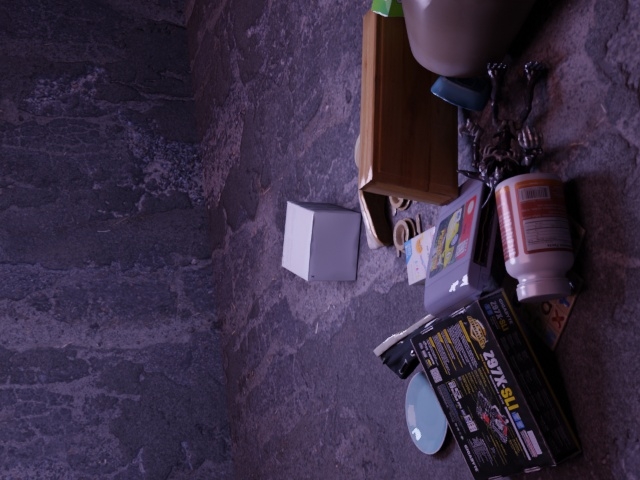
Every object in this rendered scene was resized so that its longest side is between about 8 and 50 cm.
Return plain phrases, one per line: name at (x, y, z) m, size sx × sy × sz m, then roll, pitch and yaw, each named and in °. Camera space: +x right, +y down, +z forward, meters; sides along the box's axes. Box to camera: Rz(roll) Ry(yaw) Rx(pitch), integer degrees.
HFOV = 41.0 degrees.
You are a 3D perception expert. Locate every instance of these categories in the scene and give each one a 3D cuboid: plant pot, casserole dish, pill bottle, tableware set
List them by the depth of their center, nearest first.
pill bottle at (0.385, -0.003, 1.528) m, size 0.121 × 0.121 × 0.216 m, roll 149°, pitch 119°, yaw -63°
plant pot at (0.282, -0.479, 1.636) m, size 0.280 × 0.323 × 0.323 m, roll 90°, pitch 164°, yaw -48°
casserole dish at (0.289, -0.309, 1.732) m, size 0.037 × 0.114 × 0.188 m, roll -68°, pitch -8°, yaw 25°
tableware set at (0.193, -0.064, 2.096) m, size 0.128 × 0.039 × 0.194 m, roll 147°, pitch 120°, yaw -63°

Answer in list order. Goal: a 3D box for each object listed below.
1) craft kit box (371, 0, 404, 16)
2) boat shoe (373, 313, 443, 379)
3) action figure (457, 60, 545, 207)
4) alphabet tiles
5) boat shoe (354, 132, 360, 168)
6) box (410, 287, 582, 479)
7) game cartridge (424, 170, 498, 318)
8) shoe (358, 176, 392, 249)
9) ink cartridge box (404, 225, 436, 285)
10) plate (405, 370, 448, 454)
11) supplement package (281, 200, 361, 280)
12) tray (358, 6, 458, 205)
craft kit box at (0.228, -0.595, 1.781) m, size 0.061 × 0.246 × 0.250 m, roll 34°, pitch 124°, yaw 38°
boat shoe at (0.250, 0.217, 1.871) m, size 0.340 × 0.127 × 0.113 m, roll -40°, pitch 78°, yaw 42°
action figure at (0.343, -0.198, 1.610) m, size 0.141 × 0.164 × 0.276 m, roll 9°, pitch -92°, yaw -71°
alphabet tiles at (0.422, 0.054, 1.603) m, size 0.198 × 0.009 × 0.237 m, roll -123°, pitch 40°, yaw -53°
boat shoe at (0.174, -0.248, 2.071) m, size 0.302 × 0.109 × 0.098 m, roll -53°, pitch 41°, yaw 46°
box at (0.322, 0.285, 1.627) m, size 0.257 × 0.079 × 0.322 m, roll -43°, pitch 68°, yaw 55°
game cartridge at (0.287, 0.004, 1.736) m, size 0.196 × 0.060 × 0.294 m, roll 129°, pitch 159°, yaw -60°
shoe at (0.130, -0.081, 2.197) m, size 0.058 × 0.076 × 0.219 m, roll -38°, pitch 57°, yaw 55°
ink cartridge box at (0.260, 0.030, 1.911) m, size 0.181 × 0.061 × 0.104 m, roll 145°, pitch 122°, yaw -61°
plate at (0.250, 0.395, 1.969) m, size 0.188 × 0.024 × 0.188 m, roll 180°, pitch 90°, yaw -66°
supplement package at (0.000, 0.000, 2.401) m, size 0.203 × 0.149 × 0.194 m, roll -155°, pitch 68°, yaw -65°
tray at (0.192, -0.292, 1.826) m, size 0.076 × 0.202 × 0.411 m, roll 143°, pitch 133°, yaw -61°
